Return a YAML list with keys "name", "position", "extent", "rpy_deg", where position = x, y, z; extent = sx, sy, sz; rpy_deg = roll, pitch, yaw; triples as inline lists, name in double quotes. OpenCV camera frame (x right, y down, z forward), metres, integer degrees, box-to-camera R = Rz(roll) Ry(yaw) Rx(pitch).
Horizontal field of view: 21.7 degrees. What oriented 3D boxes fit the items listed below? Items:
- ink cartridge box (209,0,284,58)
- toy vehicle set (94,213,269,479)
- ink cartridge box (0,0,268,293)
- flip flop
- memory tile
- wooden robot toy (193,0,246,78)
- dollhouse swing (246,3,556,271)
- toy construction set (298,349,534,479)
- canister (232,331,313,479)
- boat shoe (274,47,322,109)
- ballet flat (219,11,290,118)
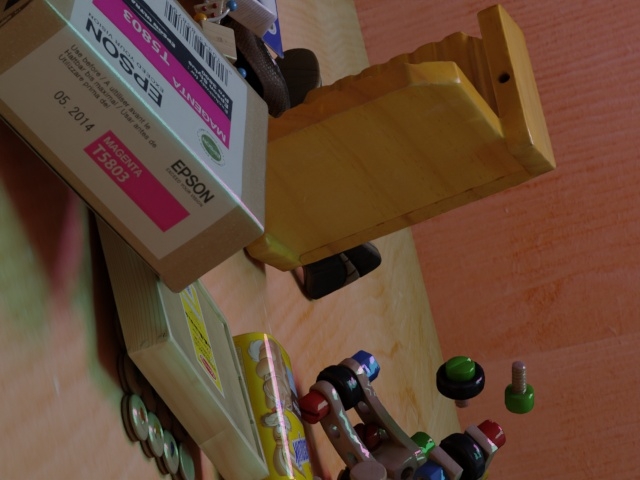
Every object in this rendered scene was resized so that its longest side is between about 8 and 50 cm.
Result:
- name: "ink cartridge box"
  position: [-0.105, -0.350, 1.913]
  extent: [0.224, 0.045, 0.223]
  rpy_deg: [33, 39, -46]
- name: "toy vehicle set"
  position: [-0.114, 0.079, 1.381]
  extent: [0.267, 0.035, 0.166]
  rpy_deg: [63, 7, -56]
- name: "ink cartridge box"
  position: [-0.139, -0.109, 1.183]
  extent: [0.235, 0.088, 0.193]
  rpy_deg: [48, 20, -27]
- name: "flip flop"
  position: [0.000, 0.000, 2.166]
  extent: [0.080, 0.112, 0.277]
  rpy_deg: [64, 8, 26]
- name: "memory tile"
  position: [-0.132, 0.128, 1.341]
  extent: [0.148, 0.012, 0.113]
  rpy_deg: [62, 16, -60]
- name: "wooden robot toy"
  position: [-0.134, -0.198, 1.764]
  extent: [0.079, 0.076, 0.173]
  rpy_deg: [19, 49, -37]
- name: "dollhouse swing"
  position: [0.039, -0.162, 1.863]
  extent: [0.305, 0.346, 0.315]
  rpy_deg: [50, 26, -47]
- name: "toy construction set"
  position: [0.088, 0.302, 1.937]
  extent: [0.309, 0.257, 0.237]
  rpy_deg: [-57, 149, -51]
- name: "canister"
  position: [-0.053, 0.184, 1.572]
  extent: [0.126, 0.073, 0.170]
  rpy_deg: [58, 19, -66]
- name: "boat shoe"
  position: [-0.034, -0.163, 2.254]
  extent: [0.073, 0.080, 0.224]
  rpy_deg: [75, 12, -50]
- name: "ballet flat"
  position: [-0.093, -0.226, 2.054]
  extent: [0.084, 0.058, 0.250]
  rpy_deg: [40, -18, 30]
